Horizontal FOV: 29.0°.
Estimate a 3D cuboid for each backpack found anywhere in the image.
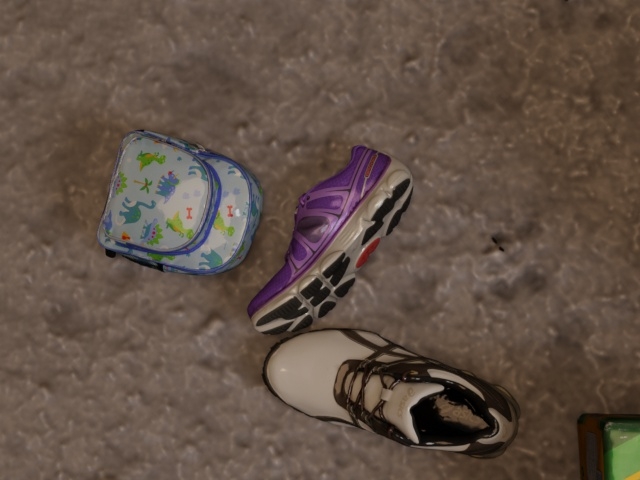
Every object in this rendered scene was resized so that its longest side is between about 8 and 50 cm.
[{"bbox_3d":[-0.107,-0.025,0.950,0.114,0.084,0.105,16,88,6],"label":"backpack"}]

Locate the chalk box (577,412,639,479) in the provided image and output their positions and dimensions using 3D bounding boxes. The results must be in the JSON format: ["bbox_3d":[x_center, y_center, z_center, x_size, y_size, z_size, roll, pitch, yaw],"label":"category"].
[{"bbox_3d":[0.325,0.203,0.818,0.289,0.179,0.180,-2,84,7],"label":"chalk box"}]

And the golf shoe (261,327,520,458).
[{"bbox_3d":[0.049,0.108,0.910,0.198,0.094,0.077,11,86,10],"label":"golf shoe"}]

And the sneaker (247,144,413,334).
[{"bbox_3d":[0.000,0.000,0.953,0.071,0.068,0.170,36,80,25],"label":"sneaker"}]
